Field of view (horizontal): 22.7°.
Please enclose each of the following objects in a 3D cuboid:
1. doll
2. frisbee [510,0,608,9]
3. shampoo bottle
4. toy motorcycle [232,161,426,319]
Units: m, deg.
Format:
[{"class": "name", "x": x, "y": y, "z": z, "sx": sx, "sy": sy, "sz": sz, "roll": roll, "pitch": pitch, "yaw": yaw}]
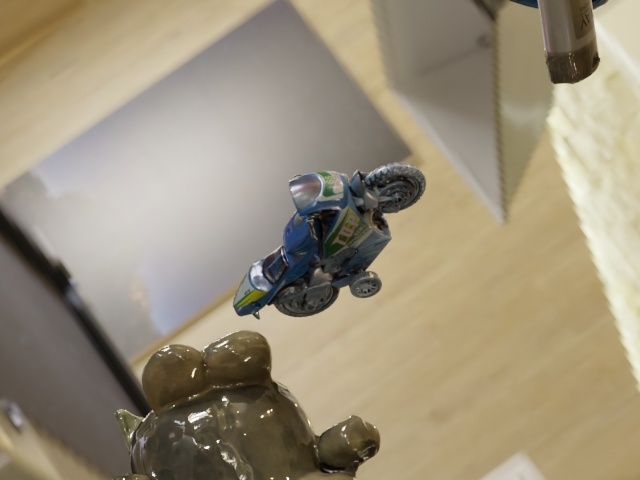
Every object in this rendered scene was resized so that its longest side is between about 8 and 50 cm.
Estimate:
[{"class": "doll", "x": -0.027, "y": 0.296, "z": 1.460, "sx": 0.378, "sy": 0.252, "sz": 0.382, "roll": 65, "pitch": 0, "yaw": -68}, {"class": "frisbee", "x": 0.276, "y": -0.374, "z": 2.122, "sx": 0.242, "sy": 0.045, "sz": 0.242, "roll": 19, "pitch": -10, "yaw": 3}, {"class": "shampoo bottle", "x": 0.266, "y": -0.291, "z": 1.766, "sx": 0.056, "sy": 0.086, "sz": 0.227, "roll": 2, "pitch": -61, "yaw": 28}, {"class": "toy motorcycle", "x": 0.000, "y": 0.000, "z": 1.645, "sx": 0.135, "sy": 0.254, "sz": 0.092, "roll": 12, "pitch": 45, "yaw": -29}]
